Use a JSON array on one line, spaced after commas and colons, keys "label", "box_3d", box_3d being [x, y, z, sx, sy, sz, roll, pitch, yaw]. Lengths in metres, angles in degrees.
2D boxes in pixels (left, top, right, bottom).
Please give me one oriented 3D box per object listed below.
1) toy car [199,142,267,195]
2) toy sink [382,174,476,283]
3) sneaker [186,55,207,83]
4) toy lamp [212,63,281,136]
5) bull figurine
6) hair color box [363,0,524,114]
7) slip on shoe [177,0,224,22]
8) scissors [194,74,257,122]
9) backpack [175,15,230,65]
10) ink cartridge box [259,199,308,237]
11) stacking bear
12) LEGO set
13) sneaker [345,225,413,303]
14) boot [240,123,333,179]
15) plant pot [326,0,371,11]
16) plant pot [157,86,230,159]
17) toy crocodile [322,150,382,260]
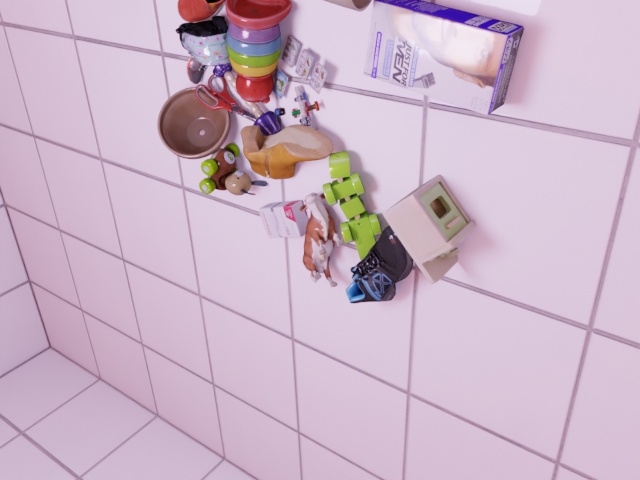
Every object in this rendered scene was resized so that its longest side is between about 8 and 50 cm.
[{"label": "toy car", "box_3d": [-0.274, -0.207, 2.058, 0.188, 0.155, 0.149, 27, 131, 14]}, {"label": "toy sink", "box_3d": [0.306, -0.030, 1.653, 0.131, 0.153, 0.234, -33, 91, 46]}, {"label": "sneaker", "box_3d": [-0.381, -0.562, 1.990, 0.065, 0.061, 0.158, 28, 132, 17]}, {"label": "toy lamp", "box_3d": [-0.221, -0.427, 1.920, 0.274, 0.080, 0.080, 52, 137, 5]}, {"label": "bull figurine", "box_3d": [0.000, 0.000, 1.953, 0.188, 0.101, 0.310, -113, 18, -45]}, {"label": "hair color box", "box_3d": [0.275, -0.438, 1.461, 0.339, 0.110, 0.185, 25, 128, 26]}, {"label": "slip on shoe", "box_3d": [-0.321, -0.718, 1.809, 0.331, 0.101, 0.123, -8, 112, 45]}, {"label": "scissors", "box_3d": [-0.271, -0.407, 1.980, 0.297, 0.021, 0.109, 44, 93, 7]}, {"label": "backpack", "box_3d": [-0.320, -0.579, 1.828, 0.182, 0.152, 0.115, 43, 153, 51]}, {"label": "ink cartridge box", "box_3d": [-0.117, -0.070, 2.060, 0.150, 0.063, 0.109, -1, 114, 42]}, {"label": "stacking bear", "box_3d": [-0.185, -0.523, 1.770, 0.175, 0.164, 0.289, 14, 136, 8]}, {"label": "LEGO set", "box_3d": [-0.057, -0.436, 1.812, 0.182, 0.060, 0.244, 48, 137, 25]}, {"label": "sneaker", "box_3d": [0.166, 0.084, 1.796, 0.340, 0.140, 0.125, 102, 151, -50]}, {"label": "boot", "box_3d": [-0.090, -0.251, 1.887, 0.295, 0.104, 0.211, 11, 157, 15]}, {"label": "plant pot", "box_3d": [-0.019, -0.672, 1.420, 0.274, 0.256, 0.256, 16, 126, 18]}, {"label": "plant pot", "box_3d": [-0.402, -0.369, 2.051, 0.237, 0.237, 0.110, 43, 176, 12]}, {"label": "toy crocodile", "box_3d": [0.096, -0.096, 1.835, 0.115, 0.105, 0.340, -20, 110, 10]}]
